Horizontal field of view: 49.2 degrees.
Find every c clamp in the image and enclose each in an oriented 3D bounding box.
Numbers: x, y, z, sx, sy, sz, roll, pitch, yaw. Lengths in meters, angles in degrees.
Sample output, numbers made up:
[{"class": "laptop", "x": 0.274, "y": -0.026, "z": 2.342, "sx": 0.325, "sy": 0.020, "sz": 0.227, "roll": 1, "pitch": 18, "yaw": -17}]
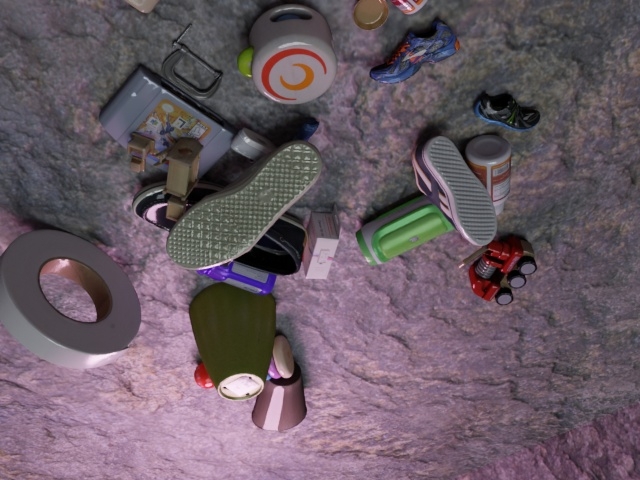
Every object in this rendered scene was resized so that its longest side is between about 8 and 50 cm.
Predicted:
[{"class": "c clamp", "x": -0.286, "y": -0.393, "z": 1.597, "sx": 0.137, "sy": 0.022, "sz": 0.160, "roll": -36, "pitch": 130, "yaw": 20}]

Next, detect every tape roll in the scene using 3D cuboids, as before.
[{"class": "tape roll", "x": -0.634, "y": 0.144, "z": 1.773, "sx": 0.392, "sy": 0.392, "sz": 0.072, "roll": 31, "pitch": 120, "yaw": -35}]

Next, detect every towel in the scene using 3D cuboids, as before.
[{"class": "towel", "x": -0.049, "y": -0.252, "z": 1.760, "sx": 0.029, "sy": 0.067, "sz": 0.119, "roll": 43, "pitch": 120, "yaw": 5}]

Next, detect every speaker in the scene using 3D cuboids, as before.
[{"class": "speaker", "x": 0.254, "y": -0.040, "z": 1.993, "sx": 0.296, "sy": 0.131, "sz": 0.131, "roll": -27, "pitch": 133, "yaw": 12}]

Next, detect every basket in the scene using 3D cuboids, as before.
[{"class": "basket", "x": -0.135, "y": 0.529, "z": 2.432, "sx": 0.204, "sy": 0.154, "sz": 0.227, "roll": -9, "pitch": 132, "yaw": -20}]

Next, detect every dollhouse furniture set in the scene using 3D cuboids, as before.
[{"class": "dollhouse furniture set", "x": -0.383, "y": -0.165, "z": 1.699, "sx": 0.160, "sy": 0.101, "sz": 0.182, "roll": 20, "pitch": 130, "yaw": 2}]

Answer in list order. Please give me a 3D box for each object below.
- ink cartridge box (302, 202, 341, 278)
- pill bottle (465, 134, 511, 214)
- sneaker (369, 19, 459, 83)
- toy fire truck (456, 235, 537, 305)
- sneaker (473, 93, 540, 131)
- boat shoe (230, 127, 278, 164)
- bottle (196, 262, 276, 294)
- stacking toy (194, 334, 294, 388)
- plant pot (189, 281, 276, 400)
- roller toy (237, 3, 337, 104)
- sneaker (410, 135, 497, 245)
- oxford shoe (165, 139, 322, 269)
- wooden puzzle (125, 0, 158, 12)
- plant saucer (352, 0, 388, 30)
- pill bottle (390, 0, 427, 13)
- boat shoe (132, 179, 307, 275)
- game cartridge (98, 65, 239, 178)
[{"class": "ink cartridge box", "x": 0.000, "y": 0.000, "z": 1.977, "sx": 0.067, "sy": 0.115, "sz": 0.198, "roll": 3, "pitch": 131, "yaw": -16}, {"class": "pill bottle", "x": 0.459, "y": -0.172, "z": 1.918, "sx": 0.121, "sy": 0.121, "sz": 0.216, "roll": -13, "pitch": 135, "yaw": 0}, {"class": "sneaker", "x": 0.211, "y": -0.443, "z": 1.641, "sx": 0.221, "sy": 0.083, "sz": 0.087, "roll": -28, "pitch": 120, "yaw": 6}, {"class": "toy fire truck", "x": 0.518, "y": 0.086, "z": 2.174, "sx": 0.246, "sy": 0.159, "sz": 0.217, "roll": 17, "pitch": 129, "yaw": -12}, {"class": "sneaker", "x": 0.490, "y": -0.335, "z": 1.806, "sx": 0.188, "sy": 0.067, "sz": 0.078, "roll": 9, "pitch": 137, "yaw": -17}, {"class": "boat shoe", "x": -0.153, "y": -0.217, "z": 1.745, "sx": 0.063, "sy": 0.066, "sz": 0.184, "roll": -37, "pitch": 153, "yaw": 19}, {"class": "bottle", "x": -0.266, "y": 0.074, "z": 1.985, "sx": 0.282, "sy": 0.118, "sz": 0.092, "roll": 23, "pitch": 80, "yaw": -30}, {"class": "stacking toy", "x": -0.261, "y": 0.416, "z": 2.319, "sx": 0.330, "sy": 0.141, "sz": 0.141, "roll": -15, "pitch": 135, "yaw": 11}, {"class": "plant pot", "x": -0.251, "y": 0.318, "z": 2.096, "sx": 0.274, "sy": 0.294, "sz": 0.275, "roll": -7, "pitch": 134, "yaw": -7}, {"class": "roller toy", "x": -0.061, "y": -0.412, "z": 1.547, "sx": 0.191, "sy": 0.146, "sz": 0.209, "roll": -33, "pitch": 138, "yaw": 30}, {"class": "sneaker", "x": 0.353, "y": -0.132, "z": 1.863, "sx": 0.126, "sy": 0.127, "sz": 0.321, "roll": -34, "pitch": 103, "yaw": -18}, {"class": "oxford shoe", "x": -0.182, "y": -0.084, "z": 1.713, "sx": 0.449, "sy": 0.130, "sz": 0.169, "roll": -38, "pitch": 102, "yaw": 7}, {"class": "wooden puzzle", "x": -0.379, "y": -0.590, "z": 1.372, "sx": 0.238, "sy": 0.044, "sz": 0.221, "roll": 28, "pitch": 121, "yaw": -33}, {"class": "plant saucer", "x": 0.112, "y": -0.516, "z": 1.579, "sx": 0.083, "sy": 0.015, "sz": 0.083, "roll": -7, "pitch": 134, "yaw": -8}, {"class": "pill bottle", "x": 0.161, "y": -0.562, "z": 1.498, "sx": 0.152, "sy": 0.086, "sz": 0.086, "roll": 30, "pitch": 121, "yaw": -34}, {"class": "boat shoe", "x": -0.252, "y": -0.026, "z": 1.856, "sx": 0.500, "sy": 0.156, "sz": 0.187, "roll": 19, "pitch": 136, "yaw": -28}, {"class": "game cartridge", "x": -0.365, "y": -0.265, "z": 1.682, "sx": 0.297, "sy": 0.062, "sz": 0.198, "roll": 31, "pitch": 116, "yaw": -35}]
